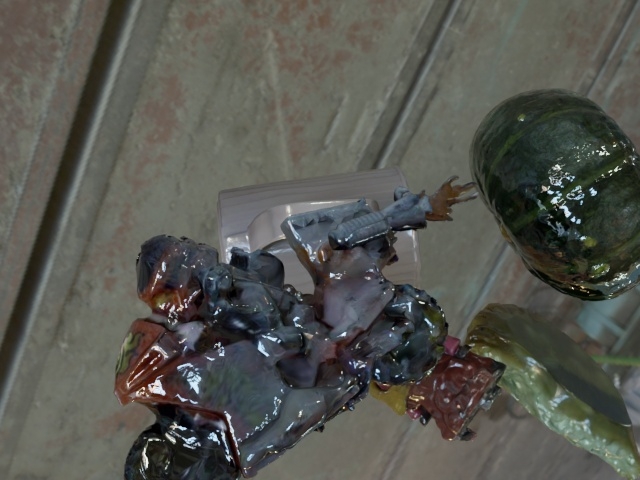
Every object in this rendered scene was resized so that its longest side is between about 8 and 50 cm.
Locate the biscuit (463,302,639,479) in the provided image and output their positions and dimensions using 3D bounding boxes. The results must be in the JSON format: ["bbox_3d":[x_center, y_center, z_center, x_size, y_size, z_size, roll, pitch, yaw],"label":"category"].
[{"bbox_3d":[0.361,0.214,1.314,0.335,0.329,0.078,21,119,-31],"label":"biscuit"}]

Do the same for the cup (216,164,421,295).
[{"bbox_3d":[0.002,0.018,1.161,0.273,0.288,0.208,-7,105,-4],"label":"cup"}]

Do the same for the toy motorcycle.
[{"bbox_3d":[-0.004,0.045,0.677,0.401,0.207,0.134,-30,174,-16],"label":"toy motorcycle"}]

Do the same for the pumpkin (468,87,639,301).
[{"bbox_3d":[0.330,-0.060,1.104,0.207,0.300,0.300,-29,143,6],"label":"pumpkin"}]

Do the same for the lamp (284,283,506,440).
[{"bbox_3d":[0.076,0.115,0.919,0.118,0.253,0.118,-50,160,-26],"label":"lamp"}]
